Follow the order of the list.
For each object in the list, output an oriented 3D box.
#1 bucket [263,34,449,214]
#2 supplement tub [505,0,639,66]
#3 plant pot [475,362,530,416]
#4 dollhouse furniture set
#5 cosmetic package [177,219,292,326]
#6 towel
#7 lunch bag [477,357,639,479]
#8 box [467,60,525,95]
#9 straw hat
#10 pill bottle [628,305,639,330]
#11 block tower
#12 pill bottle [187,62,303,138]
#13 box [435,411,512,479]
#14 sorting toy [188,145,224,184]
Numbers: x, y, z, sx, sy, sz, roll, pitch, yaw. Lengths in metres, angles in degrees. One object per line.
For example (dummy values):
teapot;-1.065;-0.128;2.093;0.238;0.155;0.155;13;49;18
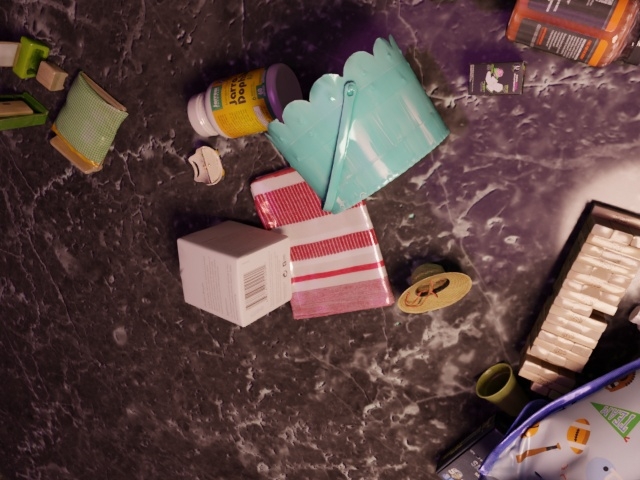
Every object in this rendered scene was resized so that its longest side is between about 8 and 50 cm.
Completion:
bucket;0.063;-0.183;0.859;0.281;0.281;0.183;-33;96;28
supplement tub;0.387;-0.322;0.759;0.198;0.106;0.106;25;114;15
plant pot;0.357;0.294;0.986;0.079;0.083;0.083;46;119;-9
dollhouse furniture set;-0.632;-0.305;1.185;0.302;0.151;0.197;39;117;8
cosmetic package;-0.178;0.062;1.074;0.184;0.151;0.151;16;117;34
towel;0.000;0.000;1.069;0.237;0.037;0.328;-14;100;26
lunch bag;0.492;0.393;0.816;0.385;0.238;0.328;-39;111;22
box;0.290;-0.265;0.843;0.083;0.062;0.052;6;107;23
straw hat;0.209;0.078;0.983;0.144;0.145;0.061;-38;46;28
pill bottle;0.566;0.145;0.860;0.083;0.043;0.043;32;116;12
block tower;0.442;0.110;0.877;0.091;0.097;0.335;21;112;16
pill bottle;-0.150;-0.266;1.005;0.209;0.118;0.117;-6;103;26
box;0.383;0.490;1.040;0.233;0.059;0.183;41;116;7
sorting toy;-0.258;-0.162;1.130;0.075;0.045;0.083;-7;104;33
